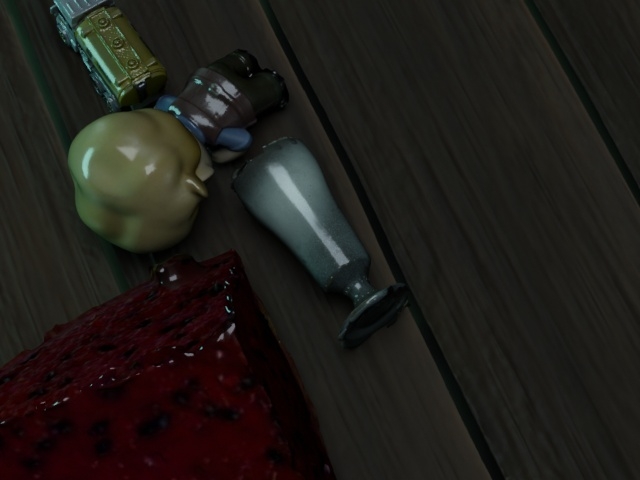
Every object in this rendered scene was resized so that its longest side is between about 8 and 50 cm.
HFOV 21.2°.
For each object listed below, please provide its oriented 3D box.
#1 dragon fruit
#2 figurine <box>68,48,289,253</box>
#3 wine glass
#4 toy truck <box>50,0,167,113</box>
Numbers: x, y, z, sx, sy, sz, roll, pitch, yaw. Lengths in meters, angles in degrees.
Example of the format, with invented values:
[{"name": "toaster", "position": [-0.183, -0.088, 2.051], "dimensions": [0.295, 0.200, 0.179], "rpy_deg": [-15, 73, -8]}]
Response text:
[{"name": "dragon fruit", "position": [-0.147, 0.127, 1.140], "dimensions": [0.330, 0.240, 0.302], "rpy_deg": [-8, 45, -10]}, {"name": "figurine", "position": [-0.111, -0.076, 1.323], "dimensions": [0.114, 0.108, 0.196], "rpy_deg": [39, 53, 8]}, {"name": "wine glass", "position": [0.000, 0.000, 1.287], "dimensions": [0.072, 0.072, 0.155], "rpy_deg": [-31, 68, -13]}, {"name": "toy truck", "position": [-0.168, -0.157, 1.372], "dimensions": [0.052, 0.063, 0.123], "rpy_deg": [-31, 67, -12]}]
